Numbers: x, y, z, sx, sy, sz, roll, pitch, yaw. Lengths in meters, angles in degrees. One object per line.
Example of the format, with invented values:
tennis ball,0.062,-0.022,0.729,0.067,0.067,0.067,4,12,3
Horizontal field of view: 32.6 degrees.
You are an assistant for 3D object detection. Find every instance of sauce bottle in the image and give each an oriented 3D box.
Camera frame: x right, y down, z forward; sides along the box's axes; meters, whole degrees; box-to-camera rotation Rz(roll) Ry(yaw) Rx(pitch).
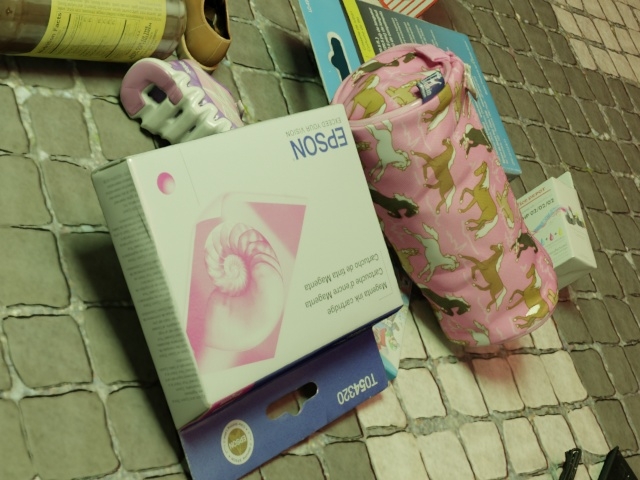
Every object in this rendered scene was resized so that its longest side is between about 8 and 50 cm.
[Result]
sauce bottle,-0.296,-0.243,1.116,0.344,0.111,0.111,-4,65,-49

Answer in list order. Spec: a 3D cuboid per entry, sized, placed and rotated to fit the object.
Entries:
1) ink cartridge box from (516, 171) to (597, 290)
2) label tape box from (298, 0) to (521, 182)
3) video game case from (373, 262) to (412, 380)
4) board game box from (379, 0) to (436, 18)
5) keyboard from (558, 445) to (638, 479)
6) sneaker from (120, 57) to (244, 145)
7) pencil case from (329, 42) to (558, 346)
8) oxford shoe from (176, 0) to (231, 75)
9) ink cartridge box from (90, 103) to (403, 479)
ink cartridge box,0.336,-0.019,1.634,0.061,0.104,0.181,23,46,-36
label tape box,0.095,-0.190,1.503,0.347,0.115,0.249,5,58,-40
video game case,0.058,0.075,1.332,0.119,0.015,0.166,38,40,-21
board game box,0.156,-0.443,1.696,0.147,0.193,0.045,51,37,-3
keyboard,0.349,0.372,1.406,0.201,0.033,0.317,57,35,-8
sneaker,-0.114,-0.118,1.238,0.236,0.095,0.104,50,29,-5
pencil case,0.158,-0.046,1.329,0.386,0.167,0.160,61,39,-30
oxford shoe,-0.151,-0.308,1.356,0.076,0.076,0.212,4,58,-44
ink cartridge box,-0.044,0.046,1.112,0.324,0.071,0.330,-23,96,-49
